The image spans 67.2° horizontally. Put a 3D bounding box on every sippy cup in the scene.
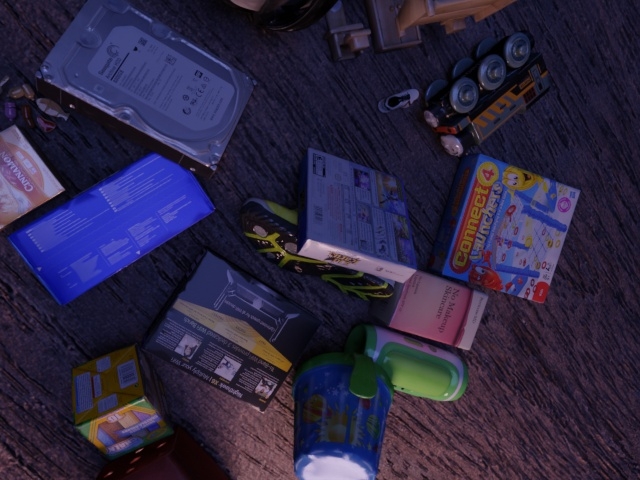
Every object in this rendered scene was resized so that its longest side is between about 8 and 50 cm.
[{"bbox_3d":[0.039,0.400,1.030,0.240,0.224,0.305,-13,120,15],"label":"sippy cup"}]

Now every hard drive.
[{"bbox_3d":[-0.316,-0.298,0.924,0.339,0.064,0.237,28,65,-18],"label":"hard drive"}]

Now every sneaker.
[{"bbox_3d":[0.000,0.000,1.084,0.385,0.145,0.147,28,58,-16],"label":"sneaker"},{"bbox_3d":[0.191,-0.330,1.133,0.109,0.044,0.040,-27,102,-15],"label":"sneaker"}]

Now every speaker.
[{"bbox_3d":[0.209,0.299,1.171,0.296,0.131,0.131,22,89,-19],"label":"speaker"}]

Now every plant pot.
[{"bbox_3d":[-0.323,0.545,0.974,0.267,0.267,0.236,-25,91,-13],"label":"plant pot"}]

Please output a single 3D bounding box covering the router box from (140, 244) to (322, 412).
[{"bbox_3d":[-0.188,0.195,1.055,0.309,0.081,0.243,35,85,-18],"label":"router box"}]

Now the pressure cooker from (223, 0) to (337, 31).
[{"bbox_3d":[-0.060,-0.597,0.835,0.375,0.370,0.420,-16,90,12],"label":"pressure cooker"}]

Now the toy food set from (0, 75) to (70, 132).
[{"bbox_3d":[-0.555,-0.250,0.918,0.122,0.019,0.078,38,77,-26],"label":"toy food set"}]

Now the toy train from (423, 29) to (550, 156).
[{"bbox_3d":[0.399,-0.351,1.153,0.334,0.142,0.190,-41,116,-9],"label":"toy train"}]

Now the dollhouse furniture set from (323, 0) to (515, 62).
[{"bbox_3d":[0.189,-0.505,0.948,0.303,0.355,0.174,-17,101,-14],"label":"dollhouse furniture set"}]

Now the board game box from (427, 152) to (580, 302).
[{"bbox_3d":[0.462,-0.027,1.217,0.302,0.086,0.308,15,93,-15],"label":"board game box"}]

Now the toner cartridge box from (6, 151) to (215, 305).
[{"bbox_3d":[-0.404,-0.038,0.963,0.348,0.075,0.165,-33,103,-11],"label":"toner cartridge box"}]

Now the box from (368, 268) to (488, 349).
[{"bbox_3d":[0.259,0.154,1.168,0.232,0.127,0.148,19,90,-18],"label":"box"}]

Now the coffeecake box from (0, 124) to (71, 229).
[{"bbox_3d":[-0.598,-0.105,0.897,0.185,0.068,0.142,-35,106,-10],"label":"coffeecake box"}]

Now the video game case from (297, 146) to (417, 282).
[{"bbox_3d":[0.073,-0.058,1.034,0.244,0.061,0.269,15,48,-18],"label":"video game case"}]

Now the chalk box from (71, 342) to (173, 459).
[{"bbox_3d":[-0.385,0.333,0.963,0.132,0.132,0.213,-20,137,-13],"label":"chalk box"}]
